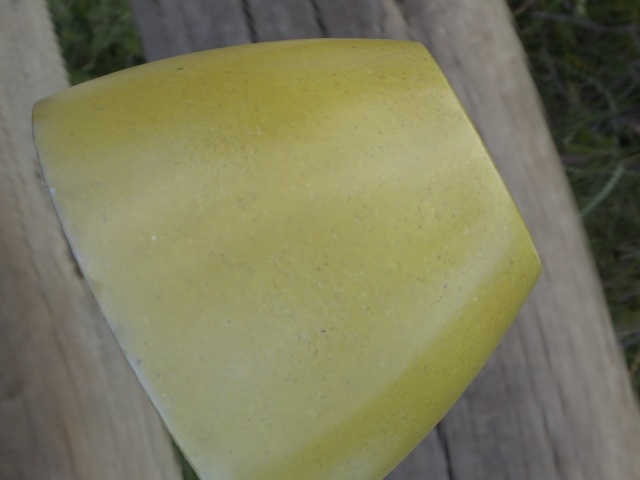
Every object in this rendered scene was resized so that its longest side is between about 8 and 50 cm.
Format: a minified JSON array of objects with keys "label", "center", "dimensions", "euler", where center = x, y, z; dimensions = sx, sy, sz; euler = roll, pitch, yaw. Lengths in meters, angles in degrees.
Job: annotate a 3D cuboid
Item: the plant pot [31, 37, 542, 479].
[{"label":"plant pot","center":[0.000,0.000,0.425],"dimensions":[0.095,0.134,0.134],"euler":[-29,95,3]}]
